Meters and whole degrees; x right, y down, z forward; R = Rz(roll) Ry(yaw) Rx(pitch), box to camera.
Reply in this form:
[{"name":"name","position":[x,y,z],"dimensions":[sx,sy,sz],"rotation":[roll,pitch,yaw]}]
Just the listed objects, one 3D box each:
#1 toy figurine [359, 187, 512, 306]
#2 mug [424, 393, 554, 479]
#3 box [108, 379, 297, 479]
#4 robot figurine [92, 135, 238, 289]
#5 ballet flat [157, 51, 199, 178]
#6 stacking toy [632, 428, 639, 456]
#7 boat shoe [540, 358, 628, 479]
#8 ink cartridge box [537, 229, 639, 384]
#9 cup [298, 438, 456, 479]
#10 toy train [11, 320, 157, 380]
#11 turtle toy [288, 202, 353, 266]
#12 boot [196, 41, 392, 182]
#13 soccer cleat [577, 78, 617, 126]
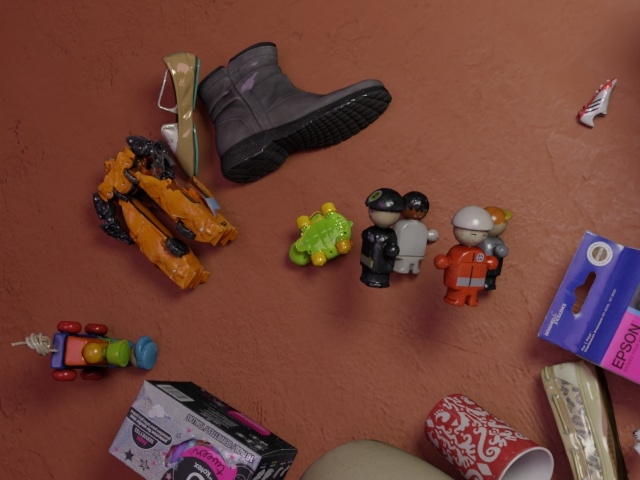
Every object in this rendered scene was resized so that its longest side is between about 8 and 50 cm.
[{"name":"toy figurine","position":[0.177,-0.001,1.206],"dimensions":[0.213,0.210,0.148],"rotation":[11,102,26]},{"name":"mug","position":[0.250,0.316,1.170],"dimensions":[0.113,0.150,0.169],"rotation":[-52,39,-3]},{"name":"box","position":[-0.195,0.352,1.314],"dimensions":[0.247,0.163,0.142],"rotation":[26,90,23]},{"name":"robot figurine","position":[-0.295,-0.056,1.453],"dimensions":[0.291,0.085,0.211],"rotation":[43,109,21]},{"name":"ballet flat","position":[-0.262,-0.228,1.449],"dimensions":[0.073,0.080,0.232],"rotation":[-2,106,-18]},{"name":"stacking toy","position":[0.552,0.294,1.048],"dimensions":[0.221,0.052,0.167],"rotation":[-32,97,28]},{"name":"boat shoe","position":[0.386,0.316,1.142],"dimensions":[0.089,0.105,0.285],"rotation":[-14,65,25]},{"name":"ink cartridge box","position":[0.512,0.137,1.097],"dimensions":[0.371,0.069,0.175],"rotation":[25,91,12]},{"name":"cup","position":[0.083,0.431,1.143],"dimensions":[0.331,0.331,0.237],"rotation":[-45,44,9]},{"name":"toy train","position":[-0.400,0.195,1.377],"dimensions":[0.144,0.248,0.105],"rotation":[0,81,16]},{"name":"turtle toy","position":[0.000,0.000,1.351],"dimensions":[0.130,0.066,0.095],"rotation":[-27,71,15]},{"name":"boot","position":[-0.061,-0.265,1.397],"dimensions":[0.338,0.118,0.222],"rotation":[-21,69,12]},{"name":"soccer cleat","position":[0.441,-0.216,1.241],"dimensions":[0.036,0.029,0.083],"rotation":[42,100,13]}]
